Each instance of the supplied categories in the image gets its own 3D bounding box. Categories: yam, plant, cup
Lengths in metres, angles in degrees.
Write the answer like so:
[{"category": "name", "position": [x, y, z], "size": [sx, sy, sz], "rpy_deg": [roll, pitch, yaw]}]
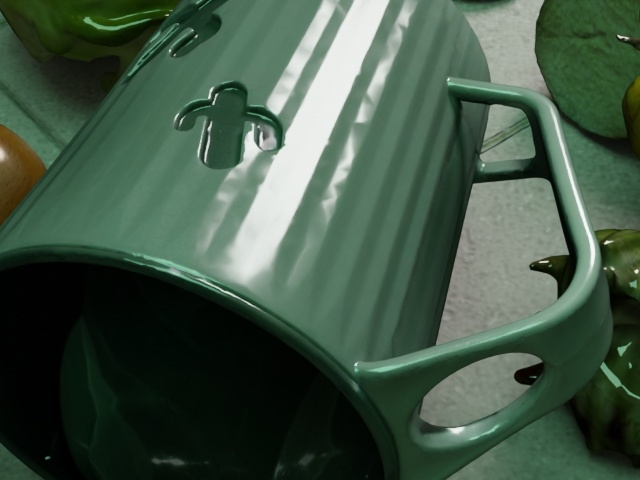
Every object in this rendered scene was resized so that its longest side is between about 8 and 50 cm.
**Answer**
[{"category": "yam", "position": [0.350, -0.211, 1.231], "size": [0.304, 0.168, 0.168], "rpy_deg": [-26, 54, -18]}, {"category": "plant", "position": [0.308, 0.065, 1.069], "size": [0.251, 0.180, 0.333], "rpy_deg": [35, 31, 26]}, {"category": "cup", "position": [-0.007, 0.014, 1.004], "size": [0.401, 0.310, 0.392], "rpy_deg": [22, 51, 2]}]

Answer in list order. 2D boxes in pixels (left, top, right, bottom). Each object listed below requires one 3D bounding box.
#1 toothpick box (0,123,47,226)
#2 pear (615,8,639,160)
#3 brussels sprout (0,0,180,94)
[{"category": "toothpick box", "position": [-0.319, 0.042, 1.070], "size": [0.192, 0.192, 0.294], "rpy_deg": [9, 48, 12]}, {"category": "pear", "position": [0.399, -0.124, 1.031], "size": [0.336, 0.285, 0.285], "rpy_deg": [-19, 52, -20]}, {"category": "brussels sprout", "position": [-0.148, -0.324, 1.294], "size": [0.371, 0.315, 0.276], "rpy_deg": [-30, 31, -12]}]
